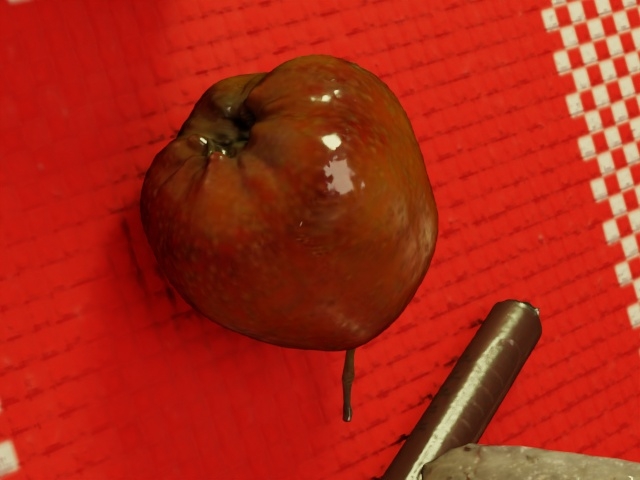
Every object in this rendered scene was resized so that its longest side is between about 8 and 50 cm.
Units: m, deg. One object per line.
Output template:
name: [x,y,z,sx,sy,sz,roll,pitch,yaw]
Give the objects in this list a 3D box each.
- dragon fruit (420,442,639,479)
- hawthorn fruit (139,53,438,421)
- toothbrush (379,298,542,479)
dragon fruit: [0.180,0.264,0.997,0.283,0.221,0.204,45,54,-39]
hawthorn fruit: [0.000,0.000,0.964,0.203,0.163,0.162,51,52,-42]
toothbrush: [0.041,0.168,1.030,0.041,0.041,0.364,52,53,-21]
